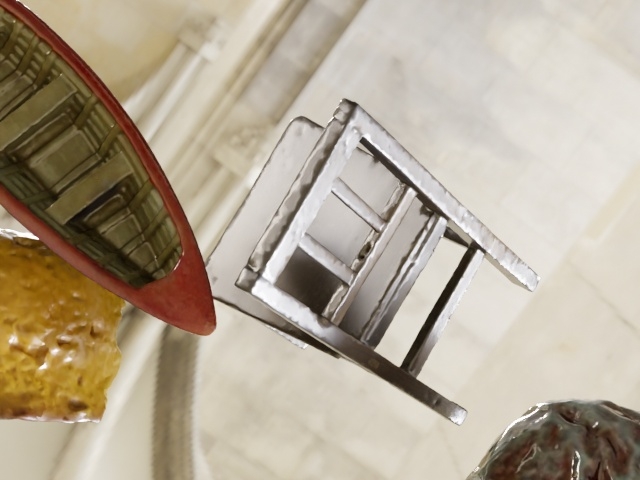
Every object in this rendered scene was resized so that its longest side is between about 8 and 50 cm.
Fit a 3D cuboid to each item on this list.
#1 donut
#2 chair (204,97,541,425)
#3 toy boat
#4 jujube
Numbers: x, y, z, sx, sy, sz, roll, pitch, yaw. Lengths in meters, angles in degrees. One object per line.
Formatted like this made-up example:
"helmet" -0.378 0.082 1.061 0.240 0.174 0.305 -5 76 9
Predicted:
"donut" -0.392 0.057 1.328 0.378 0.163 0.435 11 178 -27
"chair" 0.000 0.000 1.305 0.241 0.203 0.416 28 174 37
"toy boat" -0.217 -0.064 1.201 0.392 0.136 0.079 49 171 7
"jujube" 0.216 0.301 1.284 0.226 0.317 0.226 29 155 15
